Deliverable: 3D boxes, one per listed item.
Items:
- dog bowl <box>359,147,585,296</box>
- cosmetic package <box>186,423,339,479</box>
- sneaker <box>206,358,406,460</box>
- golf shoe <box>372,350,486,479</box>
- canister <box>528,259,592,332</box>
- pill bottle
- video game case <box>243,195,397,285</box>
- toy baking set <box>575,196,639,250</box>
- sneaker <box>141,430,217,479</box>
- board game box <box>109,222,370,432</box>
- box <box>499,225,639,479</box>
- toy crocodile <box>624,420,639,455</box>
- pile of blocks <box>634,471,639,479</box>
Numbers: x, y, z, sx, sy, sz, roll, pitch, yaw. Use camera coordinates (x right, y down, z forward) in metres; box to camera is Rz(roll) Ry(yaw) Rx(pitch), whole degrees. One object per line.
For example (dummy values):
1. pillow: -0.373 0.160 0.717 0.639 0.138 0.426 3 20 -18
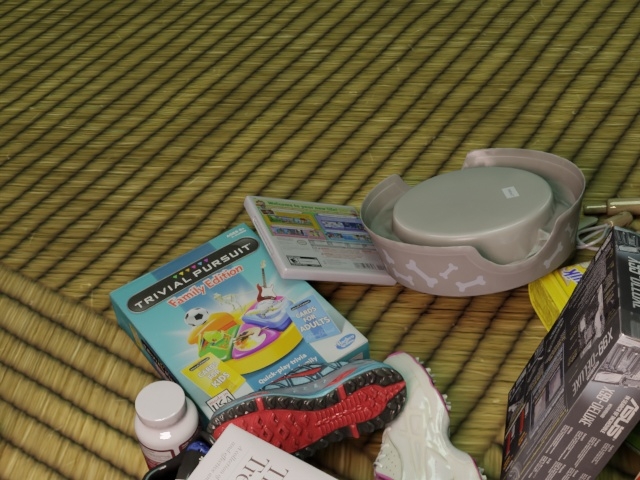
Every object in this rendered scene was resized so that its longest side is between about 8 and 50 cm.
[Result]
1. dog bowl: 0.242 -0.031 1.501 0.348 0.102 0.349 -10 27 5
2. cosmetic package: -0.074 0.396 0.916 0.284 0.097 0.377 23 53 21
3. sneaker: -0.023 0.221 1.255 0.261 0.104 0.125 -12 12 -12
4. golf shoe: 0.117 0.273 1.249 0.140 0.115 0.306 -17 43 -6
5. canister: 0.419 0.084 1.441 0.169 0.073 0.126 -13 43 -9
6. pill bottle: -0.198 0.258 1.266 0.086 0.152 0.086 -3 43 3
7. video game case: 0.000 0.000 1.547 0.212 0.023 0.193 5 36 -30
8. toy baking set: 0.488 -0.028 1.536 0.256 0.030 0.197 -1 21 19
9. sneaker: -0.089 0.324 1.137 0.315 0.182 0.127 2 54 20
10. board game box: -0.127 0.138 1.441 0.253 0.079 0.336 -29 48 -23
11. box: 0.318 0.167 1.154 0.076 0.307 0.242 24 31 1
12. toy crocodile: 0.516 0.312 1.161 0.115 0.105 0.340 -28 47 -22
13. pile of blocks: 0.279 0.355 1.027 0.362 0.113 0.149 -29 39 -4
